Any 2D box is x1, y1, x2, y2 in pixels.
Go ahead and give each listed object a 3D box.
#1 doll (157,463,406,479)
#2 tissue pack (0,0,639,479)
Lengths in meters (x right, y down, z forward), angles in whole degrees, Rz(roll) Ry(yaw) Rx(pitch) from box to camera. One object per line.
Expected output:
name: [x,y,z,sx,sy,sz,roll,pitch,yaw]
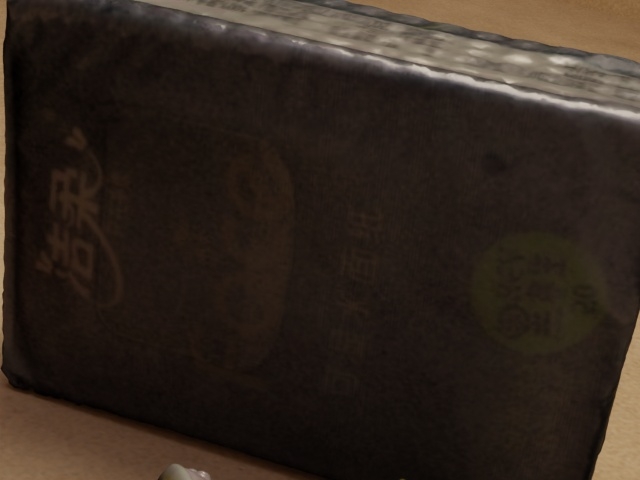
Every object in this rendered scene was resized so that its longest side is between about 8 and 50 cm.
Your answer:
doll: [-0.021,0.161,0.673,0.207,0.081,0.129,5,-2,-18]
tissue pack: [0.000,0.000,0.788,0.394,0.288,0.124,15,26,13]
